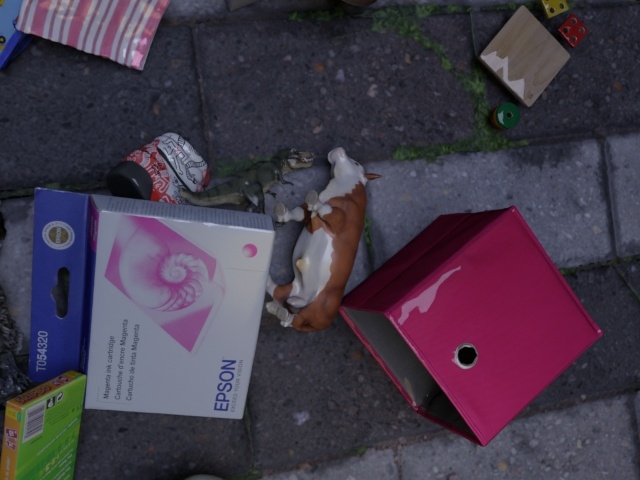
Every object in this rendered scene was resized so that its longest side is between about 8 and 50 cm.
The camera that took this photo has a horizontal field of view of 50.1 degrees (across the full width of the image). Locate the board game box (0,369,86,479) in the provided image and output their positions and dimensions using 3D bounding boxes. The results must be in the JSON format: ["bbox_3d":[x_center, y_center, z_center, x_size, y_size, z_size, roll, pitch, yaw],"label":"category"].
[{"bbox_3d":[-0.395,0.322,0.962,0.039,0.124,0.259,14,104,18],"label":"board game box"}]

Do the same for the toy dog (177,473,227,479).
[{"bbox_3d":[-0.125,0.539,0.984,0.395,0.284,0.407,-31,96,-14],"label":"toy dog"}]

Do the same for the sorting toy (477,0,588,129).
[{"bbox_3d":[0.369,-0.337,1.249,0.132,0.046,0.274,42,80,-11],"label":"sorting toy"}]

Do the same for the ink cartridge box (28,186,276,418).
[{"bbox_3d":[-0.251,0.102,0.987,0.330,0.071,0.324,6,113,-12],"label":"ink cartridge box"}]

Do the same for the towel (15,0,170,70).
[{"bbox_3d":[-0.322,-0.340,0.995,0.197,0.029,0.144,10,116,-44],"label":"towel"}]

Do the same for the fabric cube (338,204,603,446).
[{"bbox_3d":[0.225,0.126,1.094,0.258,0.259,0.254,-38,98,-13],"label":"fabric cube"}]

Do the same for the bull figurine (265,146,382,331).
[{"bbox_3d":[0.000,0.000,1.087,0.188,0.101,0.310,6,95,-55],"label":"bull figurine"}]

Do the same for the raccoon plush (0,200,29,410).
[{"bbox_3d":[-0.522,0.094,0.865,0.216,0.299,0.446,-9,91,-15],"label":"raccoon plush"}]

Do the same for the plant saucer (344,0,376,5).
[{"bbox_3d":[0.021,-0.518,1.061,0.311,0.050,0.310,24,57,-42],"label":"plant saucer"}]

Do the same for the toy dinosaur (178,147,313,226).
[{"bbox_3d":[-0.107,-0.064,1.079,0.268,0.064,0.118,-29,105,-45],"label":"toy dinosaur"}]

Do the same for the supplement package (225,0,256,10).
[{"bbox_3d":[-0.127,-0.514,1.067,0.139,0.134,0.244,-28,97,-15],"label":"supplement package"}]

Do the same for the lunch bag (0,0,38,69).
[{"bbox_3d":[-0.484,-0.409,0.988,0.221,0.138,0.293,36,93,-14],"label":"lunch bag"}]

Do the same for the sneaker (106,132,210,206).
[{"bbox_3d":[-0.206,-0.033,1.060,0.145,0.090,0.270,-53,129,-41],"label":"sneaker"}]
